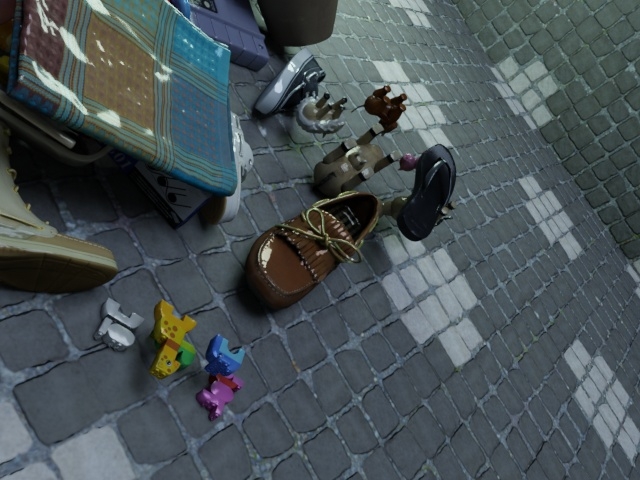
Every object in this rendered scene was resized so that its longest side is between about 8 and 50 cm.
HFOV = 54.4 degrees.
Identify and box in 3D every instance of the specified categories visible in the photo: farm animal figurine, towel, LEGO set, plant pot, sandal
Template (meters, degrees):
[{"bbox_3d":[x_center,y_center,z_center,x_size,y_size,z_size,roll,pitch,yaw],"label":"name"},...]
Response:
[{"bbox_3d":[0.110,-0.154,1.355,0.326,0.172,0.330,-11,77,-38],"label":"farm animal figurine"},{"bbox_3d":[-0.234,-0.229,0.830,0.370,0.040,0.272,27,54,-58],"label":"towel"},{"bbox_3d":[-0.187,0.158,0.813,0.227,0.087,0.093,37,38,-20],"label":"LEGO set"},{"bbox_3d":[-0.051,-0.580,1.434,0.263,0.263,0.229,-65,154,-51],"label":"plant pot"},{"bbox_3d":[0.232,-0.101,1.268,0.097,0.054,0.255,37,53,-17],"label":"sandal"}]

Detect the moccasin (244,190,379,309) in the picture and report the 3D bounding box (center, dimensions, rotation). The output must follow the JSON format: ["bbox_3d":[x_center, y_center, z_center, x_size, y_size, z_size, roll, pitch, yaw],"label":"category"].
[{"bbox_3d":[0.002,0.003,1.100,0.139,0.147,0.380,56,36,4],"label":"moccasin"}]

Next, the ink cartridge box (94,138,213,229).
[{"bbox_3d":[-0.257,-0.126,0.963,0.207,0.097,0.046,50,36,-5],"label":"ink cartridge box"}]

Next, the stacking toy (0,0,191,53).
[{"bbox_3d":[-0.372,-0.347,0.999,0.302,0.175,0.166,-33,83,-43],"label":"stacking toy"}]

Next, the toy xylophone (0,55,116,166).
[{"bbox_3d":[-0.390,-0.190,0.792,0.322,0.236,0.081,35,77,-32],"label":"toy xylophone"}]

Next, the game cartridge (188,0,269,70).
[{"bbox_3d":[-0.250,-0.549,1.363,0.230,0.068,0.355,11,53,-48],"label":"game cartridge"}]

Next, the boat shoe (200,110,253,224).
[{"bbox_3d":[-0.159,-0.140,1.084,0.096,0.098,0.277,19,46,-37],"label":"boat shoe"}]

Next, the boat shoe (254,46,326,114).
[{"bbox_3d":[-0.053,-0.333,1.367,0.102,0.108,0.301,42,30,-12],"label":"boat shoe"}]

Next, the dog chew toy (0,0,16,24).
[{"bbox_3d":[-0.380,-0.405,0.848,0.332,0.206,0.207,-40,93,-23],"label":"dog chew toy"}]

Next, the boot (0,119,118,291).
[{"bbox_3d":[-0.380,-0.048,0.769,0.261,0.095,0.204,14,50,-37],"label":"boot"}]
